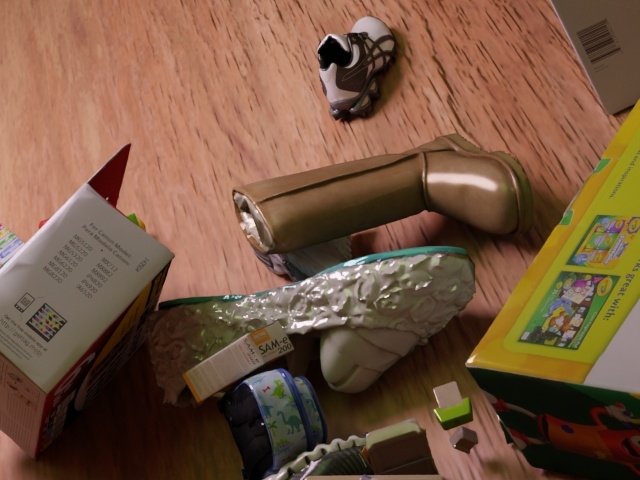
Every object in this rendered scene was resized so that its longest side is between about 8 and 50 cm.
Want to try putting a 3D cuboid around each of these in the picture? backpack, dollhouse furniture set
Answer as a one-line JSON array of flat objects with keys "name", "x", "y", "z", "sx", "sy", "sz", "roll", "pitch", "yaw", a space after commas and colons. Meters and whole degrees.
[{"name": "backpack", "x": -0.043, "y": 0.181, "z": 1.681, "sx": 0.084, "sy": 0.105, "sz": 0.114, "roll": -17, "pitch": -14, "yaw": -19}, {"name": "dollhouse furniture set", "x": 0.113, "y": 0.182, "z": 1.612, "sx": 0.152, "sy": 0.076, "sz": 0.058, "roll": -19, "pitch": 38, "yaw": 2}]

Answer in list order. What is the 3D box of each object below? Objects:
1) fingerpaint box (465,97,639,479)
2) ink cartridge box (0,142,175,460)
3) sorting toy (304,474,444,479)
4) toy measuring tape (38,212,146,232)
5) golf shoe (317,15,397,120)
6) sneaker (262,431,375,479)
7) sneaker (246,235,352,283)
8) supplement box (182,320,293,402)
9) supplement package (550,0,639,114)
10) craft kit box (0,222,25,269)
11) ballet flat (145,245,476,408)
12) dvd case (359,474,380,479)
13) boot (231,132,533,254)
[{"name": "fingerpaint box", "x": 0.408, "y": 0.021, "z": 1.496, "sx": 0.371, "sy": 0.163, "sz": 0.445, "roll": 5, "pitch": 50, "yaw": 44}, {"name": "ink cartridge box", "x": -0.265, "y": 0.073, "z": 1.850, "sx": 0.272, "sy": 0.130, "sz": 0.309, "roll": -49, "pitch": -4, "yaw": -22}, {"name": "sorting toy", "x": 0.055, "y": 0.281, "z": 1.533, "sx": 0.275, "sy": 0.046, "sz": 0.132, "roll": -2, "pitch": 46, "yaw": 11}, {"name": "toy measuring tape", "x": -0.348, "y": 0.036, "z": 2.065, "sx": 0.121, "sy": 0.121, "sz": 0.330, "roll": 5, "pitch": 21, "yaw": 42}, {"name": "golf shoe", "x": 0.045, "y": -0.248, "z": 2.185, "sx": 0.077, "sy": 0.094, "sz": 0.198, "roll": -16, "pitch": 36, "yaw": 25}, {"name": "sneaker", "x": -0.021, "y": 0.268, "z": 1.615, "sx": 0.234, "sy": 0.078, "sz": 0.106, "roll": -22, "pitch": 60, "yaw": -11}, {"name": "sneaker", "x": 0.000, "y": 0.000, "z": 1.918, "sx": 0.115, "sy": 0.090, "sz": 0.232, "roll": -36, "pitch": 35, "yaw": -11}, {"name": "supplement box", "x": -0.084, "y": 0.125, "z": 1.720, "sx": 0.098, "sy": 0.036, "sz": 0.062, "roll": -33, "pitch": -6, "yaw": 32}, {"name": "supplement package", "x": 0.357, "y": -0.323, "z": 1.931, "sx": 0.198, "sy": 0.199, "sz": 0.262, "roll": -25, "pitch": 35, "yaw": 13}, {"name": "craft kit box", "x": -0.489, "y": 0.085, "z": 2.231, "sx": 0.246, "sy": 0.061, "sz": 0.250, "roll": -44, "pitch": 35, "yaw": -11}, {"name": "ballet flat", "x": -0.009, "y": 0.109, "z": 1.780, "sx": 0.409, "sy": 0.147, "sz": 0.147, "roll": -13, "pitch": 39, "yaw": 32}, {"name": "dvd case", "x": 0.094, "y": 0.308, "z": 1.453, "sx": 0.221, "sy": 0.018, "sz": 0.164, "roll": 19, "pitch": 57, "yaw": 26}, {"name": "boot", "x": 0.067, "y": -0.034, "z": 1.822, "sx": 0.269, "sy": 0.089, "sz": 0.236, "roll": -14, "pitch": 19, "yaw": -18}]
